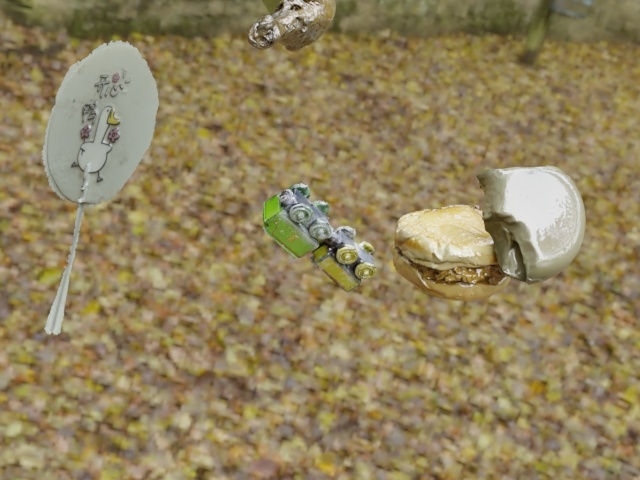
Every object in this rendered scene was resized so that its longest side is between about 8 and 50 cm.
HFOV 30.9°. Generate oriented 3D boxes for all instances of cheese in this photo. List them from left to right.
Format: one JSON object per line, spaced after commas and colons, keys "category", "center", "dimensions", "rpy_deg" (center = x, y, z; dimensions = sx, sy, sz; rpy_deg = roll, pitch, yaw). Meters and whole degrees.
{"category": "cheese", "center": [0.338, -0.028, 1.844], "dimensions": [0.175, 0.202, 0.091], "rpy_deg": [3, -19, -17]}

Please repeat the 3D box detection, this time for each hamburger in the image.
{"category": "hamburger", "center": [0.226, 0.017, 1.945], "dimensions": [0.214, 0.108, 0.213], "rpy_deg": [3, 29, -2]}

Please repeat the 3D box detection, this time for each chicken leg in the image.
{"category": "chicken leg", "center": [-0.040, -0.277, 1.492], "dimensions": [0.085, 0.069, 0.198], "rpy_deg": [-23, 10, 31]}

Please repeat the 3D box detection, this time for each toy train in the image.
{"category": "toy train", "center": [0.000, 0.000, 1.635], "dimensions": [0.202, 0.081, 0.060], "rpy_deg": [41, 29, -33]}

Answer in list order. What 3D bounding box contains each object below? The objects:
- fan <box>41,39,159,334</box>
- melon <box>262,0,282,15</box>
{"category": "fan", "center": [-0.319, -0.076, 1.569], "dimensions": [0.233, 0.414, 0.012], "rpy_deg": [2, -11, 41]}
{"category": "melon", "center": [-0.078, -0.505, 2.183], "dimensions": [0.053, 0.261, 0.114], "rpy_deg": [-39, 65, -22]}
